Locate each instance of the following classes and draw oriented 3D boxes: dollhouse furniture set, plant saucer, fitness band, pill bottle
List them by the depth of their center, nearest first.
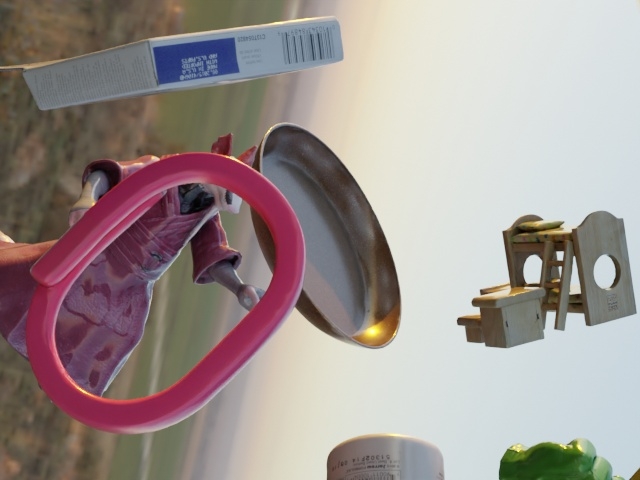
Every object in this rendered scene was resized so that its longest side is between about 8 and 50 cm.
[{"bbox_3d":[0.171,0.033,1.278,0.182,0.161,0.101,-2,-82,59],"label":"dollhouse furniture set"},{"bbox_3d":[-0.148,0.049,1.283,0.291,0.209,0.054,-45,170,-12],"label":"fitness band"},{"bbox_3d":[0.070,0.334,1.447,0.131,0.131,0.229,104,-11,-58],"label":"pill bottle"},{"bbox_3d":[0.000,0.000,1.706,0.310,0.050,0.310,45,31,-37],"label":"plant saucer"}]

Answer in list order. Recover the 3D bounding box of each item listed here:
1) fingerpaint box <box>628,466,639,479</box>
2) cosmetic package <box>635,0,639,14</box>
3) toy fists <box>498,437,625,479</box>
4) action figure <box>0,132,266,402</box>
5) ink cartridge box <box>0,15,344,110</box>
[{"bbox_3d":[0.542,0.380,1.270,0.371,0.445,0.163,-97,-151,-49],"label":"fingerpaint box"},{"bbox_3d":[0.459,-0.434,1.663,0.453,0.162,0.230,68,14,-45],"label":"cosmetic package"},{"bbox_3d":[0.328,0.365,1.690,0.096,0.142,0.279,-39,121,-41],"label":"toy fists"},{"bbox_3d":[-0.212,0.010,1.583,0.370,0.248,0.275,-42,-155,4],"label":"action figure"},{"bbox_3d":[-0.134,-0.152,1.185,0.223,0.224,0.045,-16,101,-44],"label":"ink cartridge box"}]
